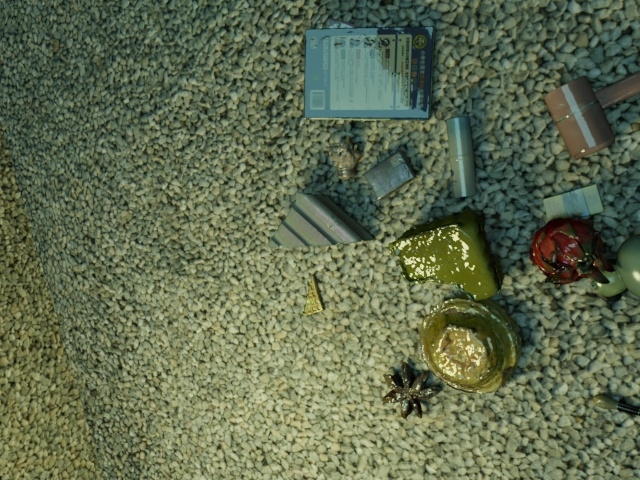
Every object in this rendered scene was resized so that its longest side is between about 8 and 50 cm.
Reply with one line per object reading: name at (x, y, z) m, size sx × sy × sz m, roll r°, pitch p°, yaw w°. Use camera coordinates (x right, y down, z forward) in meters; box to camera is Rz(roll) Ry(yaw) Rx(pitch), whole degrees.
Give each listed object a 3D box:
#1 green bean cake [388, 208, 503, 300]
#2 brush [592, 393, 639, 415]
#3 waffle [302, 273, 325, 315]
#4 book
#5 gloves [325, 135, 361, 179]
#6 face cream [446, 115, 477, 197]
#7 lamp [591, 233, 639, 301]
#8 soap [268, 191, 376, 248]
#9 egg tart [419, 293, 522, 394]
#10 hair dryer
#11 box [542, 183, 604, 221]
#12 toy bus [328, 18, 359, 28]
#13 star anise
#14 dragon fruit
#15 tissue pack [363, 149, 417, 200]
green bean cake at (0.410, 0.064, 1.691) m, size 0.309 × 0.202 × 0.285 m, roll -14°, pitch 103°, yaw 28°
brush at (0.978, 0.522, 1.564) m, size 0.298 × 0.039 × 0.042 m, roll 14°, pitch 107°, yaw 20°
waffle at (-0.044, 0.210, 2.017) m, size 0.097 × 0.023 × 0.153 m, roll -15°, pitch 93°, yaw 26°
book at (0.156, -0.551, 1.731) m, size 0.427 × 0.039 × 0.301 m, roll 3°, pitch 100°, yaw 9°
gloves at (0.082, -0.288, 1.846) m, size 0.110 × 0.094 × 0.145 m, roll -14°, pitch 100°, yaw 38°
face cream at (0.451, -0.266, 1.672) m, size 0.077 × 0.077 × 0.250 m, roll -4°, pitch 96°, yaw 26°
lamp at (0.895, 0.085, 1.464) m, size 0.243 × 0.197 × 0.198 m, roll -28°, pitch 85°, yaw 50°
soap at (0.000, 0.000, 1.887) m, size 0.302 × 0.159 × 0.258 m, roll 42°, pitch 110°, yaw 17°
egg tart at (0.480, 0.354, 1.718) m, size 0.351 × 0.150 × 0.353 m, roll 5°, pitch 99°, yaw 29°
hair dryer at (0.837, -0.392, 1.453) m, size 0.352 × 0.125 × 0.211 m, roll -25°, pitch 87°, yaw 20°
box at (0.761, -0.107, 1.577) m, size 0.155 × 0.023 × 0.087 m, roll -17°, pitch 87°, yaw 27°
toy bus at (0.067, -0.610, 1.802) m, size 0.112 × 0.090 × 0.274 m, roll 12°, pitch 103°, yaw 17°
star anise at (0.308, 0.533, 1.867) m, size 0.196 × 0.073 × 0.212 m, roll 34°, pitch 108°, yaw 15°
dragon fruit at (0.715, 0.031, 1.497) m, size 0.192 × 0.274 × 0.193 m, roll -4°, pitch 101°, yaw -7°
tissue pack at (0.238, -0.223, 1.799) m, size 0.156 × 0.051 × 0.113 m, roll -32°, pitch 81°, yaw 27°
